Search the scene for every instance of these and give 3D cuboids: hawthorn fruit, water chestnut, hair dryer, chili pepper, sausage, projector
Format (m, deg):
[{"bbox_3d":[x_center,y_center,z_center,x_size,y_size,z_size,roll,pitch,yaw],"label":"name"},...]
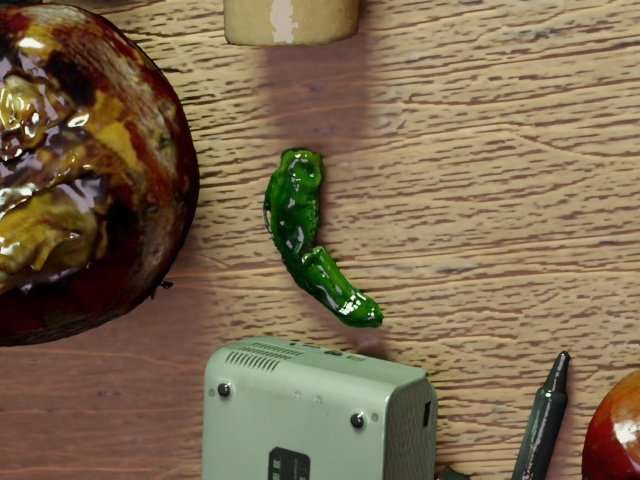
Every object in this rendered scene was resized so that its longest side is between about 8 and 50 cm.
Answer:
[{"bbox_3d":[0.294,0.190,1.557,0.157,0.194,0.157,9,113,23],"label":"hawthorn fruit"},{"bbox_3d":[-0.277,-0.045,1.617,0.335,0.347,0.335,2,107,8],"label":"water chestnut"},{"bbox_3d":[0.211,0.204,1.667,0.173,0.050,0.194,30,106,8],"label":"hair dryer"},{"bbox_3d":[-0.005,0.004,1.688,0.073,0.050,0.182,-22,96,14],"label":"chili pepper"},{"bbox_3d":[-0.027,-0.297,1.592,0.123,0.123,0.252,2,102,17],"label":"sausage"},{"bbox_3d":[-0.008,0.228,1.684,0.198,0.108,0.250,11,106,31],"label":"projector"}]

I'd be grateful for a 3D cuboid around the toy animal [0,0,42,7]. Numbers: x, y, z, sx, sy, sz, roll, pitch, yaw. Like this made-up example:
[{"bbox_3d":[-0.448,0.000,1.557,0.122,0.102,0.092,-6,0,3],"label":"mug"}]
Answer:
[{"bbox_3d":[-0.294,-0.266,1.650,0.170,0.090,0.255,51,156,-13],"label":"toy animal"}]
